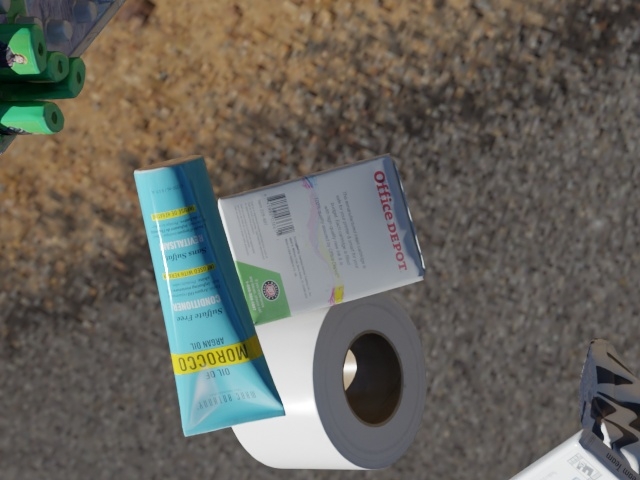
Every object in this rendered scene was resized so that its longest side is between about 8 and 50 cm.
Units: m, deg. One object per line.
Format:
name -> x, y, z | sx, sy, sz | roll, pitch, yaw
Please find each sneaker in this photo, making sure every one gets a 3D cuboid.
sneaker -> 0.407, 0.212, 1.782 | 0.153, 0.235, 0.094 | 6, 118, -3

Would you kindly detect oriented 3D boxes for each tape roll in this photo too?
tape roll -> 0.008, 0.191, 1.980 | 0.169, 0.246, 0.246 | -7, 135, 42

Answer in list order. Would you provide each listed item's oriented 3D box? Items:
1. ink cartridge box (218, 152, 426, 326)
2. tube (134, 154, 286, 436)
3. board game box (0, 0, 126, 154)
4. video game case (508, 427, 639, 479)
ink cartridge box -> 0.000, 0.000, 1.694 | 0.212, 0.154, 0.093 | -15, 179, -5
tube -> -0.088, 0.041, 1.079 | 0.080, 0.052, 0.207 | -12, 100, 15
board game box -> -0.158, -0.311, 0.873 | 0.050, 0.390, 0.390 | 0, 123, 15
video game case -> 0.180, 0.198, 0.918 | 0.143, 0.019, 0.157 | 43, 145, 3
